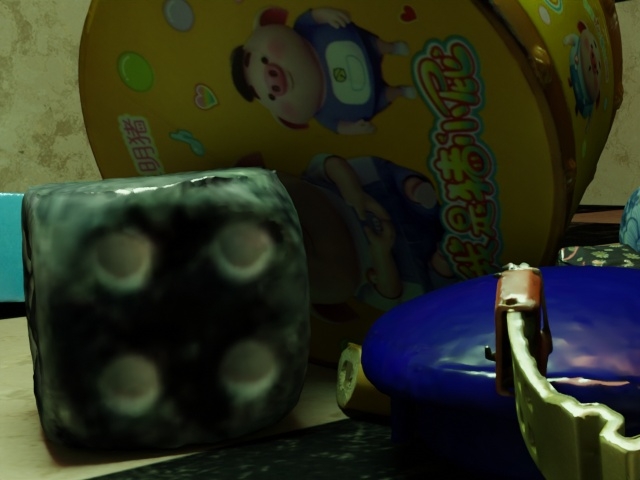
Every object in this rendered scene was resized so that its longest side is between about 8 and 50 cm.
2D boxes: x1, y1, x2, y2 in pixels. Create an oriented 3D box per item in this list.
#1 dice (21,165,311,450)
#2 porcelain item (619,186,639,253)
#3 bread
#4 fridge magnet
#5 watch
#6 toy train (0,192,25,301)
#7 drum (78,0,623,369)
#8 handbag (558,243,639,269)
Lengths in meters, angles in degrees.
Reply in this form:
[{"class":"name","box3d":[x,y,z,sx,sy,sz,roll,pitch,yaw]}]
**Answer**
[{"class":"dice","box3d":[-0.115,0.042,0.699,0.182,0.183,0.181,-4,7,-18]},{"class":"porcelain item","box3d":[0.435,0.001,1.178,0.114,0.147,0.147,-5,5,-12]},{"class":"bread","box3d":[0.039,0.101,0.707,0.103,0.049,0.062,0,-3,34]},{"class":"fridge magnet","box3d":[0.157,0.074,0.584,0.266,0.112,0.265,-3,7,0]},{"class":"watch","box3d":[0.155,0.038,0.429,0.165,0.102,0.268,-14,28,-9]},{"class":"toy train","box3d":[-0.491,0.005,1.330,0.265,0.188,0.300,1,2,-22]},{"class":"drum","box3d":[0.027,-0.115,0.817,0.431,0.431,0.214,1,32,30]},{"class":"handbag","box3d":[0.347,0.048,1.104,0.115,0.072,0.139,-2,9,-25]}]
